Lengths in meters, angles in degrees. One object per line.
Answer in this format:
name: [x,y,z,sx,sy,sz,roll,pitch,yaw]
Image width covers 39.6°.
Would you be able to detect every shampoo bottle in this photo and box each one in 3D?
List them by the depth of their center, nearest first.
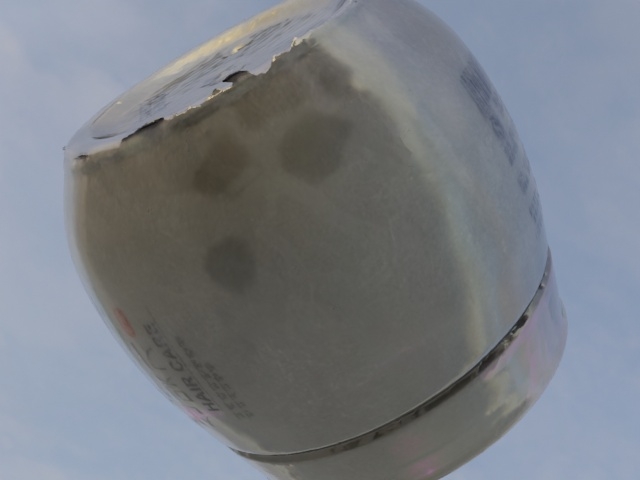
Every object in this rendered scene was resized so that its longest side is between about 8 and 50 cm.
shampoo bottle: [0.000,0.000,0.555,0.273,0.273,0.266,-19,-68,30]
